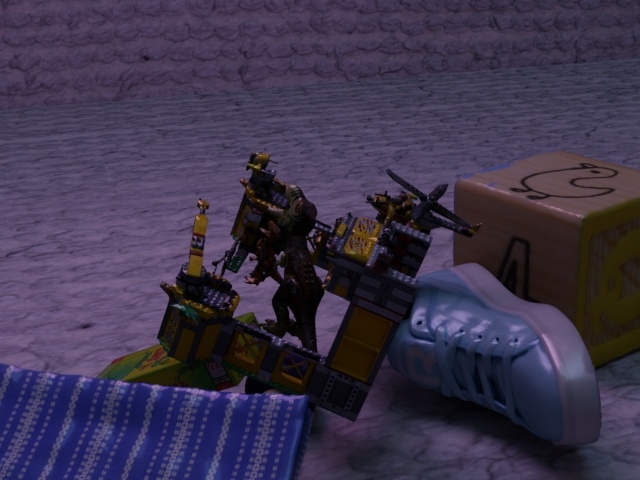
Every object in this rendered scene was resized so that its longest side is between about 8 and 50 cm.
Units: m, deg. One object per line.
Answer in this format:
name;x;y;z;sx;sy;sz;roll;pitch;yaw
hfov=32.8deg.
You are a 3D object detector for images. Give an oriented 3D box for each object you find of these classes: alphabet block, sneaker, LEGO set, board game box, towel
alphabet block;0.287;0.018;1.272;0.192;0.193;0.197;-18;25;-33
sneaker;0.153;0.126;1.108;0.150;0.135;0.366;-15;14;-11
LEGO set;0.000;0.000;1.060;0.255;0.192;0.331;27;31;10
board game box;-0.151;0.134;1.111;0.181;0.043;0.092;-21;12;24
towel;-0.191;0.208;0.874;0.336;0.040;0.243;3;48;18

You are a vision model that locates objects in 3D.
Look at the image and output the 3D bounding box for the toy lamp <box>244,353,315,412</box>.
toy lamp;-0.072;0.181;1.026;0.080;0.080;0.275;7;21;23
